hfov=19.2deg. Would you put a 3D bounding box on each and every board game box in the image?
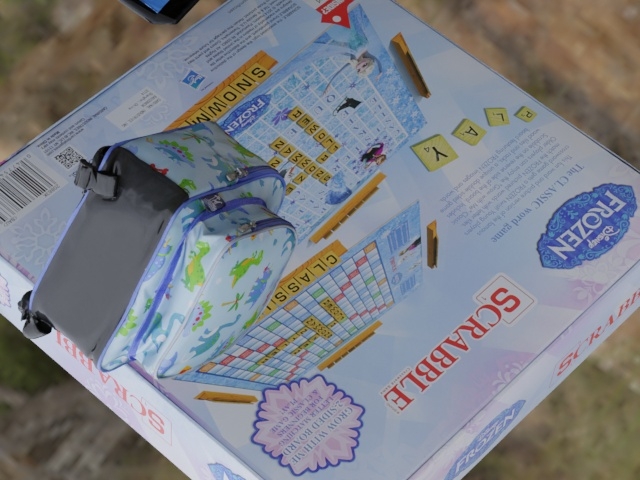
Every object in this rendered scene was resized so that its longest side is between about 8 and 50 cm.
[{"bbox_3d":[0.000,0.000,1.120,0.318,0.319,0.066,38,150,22],"label":"board game box"}]

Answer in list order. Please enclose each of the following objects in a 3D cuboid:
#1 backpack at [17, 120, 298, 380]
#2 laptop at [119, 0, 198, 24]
[{"bbox_3d":[-0.062,0.005,0.859,0.084,0.114,0.105,35,118,14],"label":"backpack"},{"bbox_3d":[-0.117,-0.298,1.060,0.136,0.234,0.264,19,152,48],"label":"laptop"}]
